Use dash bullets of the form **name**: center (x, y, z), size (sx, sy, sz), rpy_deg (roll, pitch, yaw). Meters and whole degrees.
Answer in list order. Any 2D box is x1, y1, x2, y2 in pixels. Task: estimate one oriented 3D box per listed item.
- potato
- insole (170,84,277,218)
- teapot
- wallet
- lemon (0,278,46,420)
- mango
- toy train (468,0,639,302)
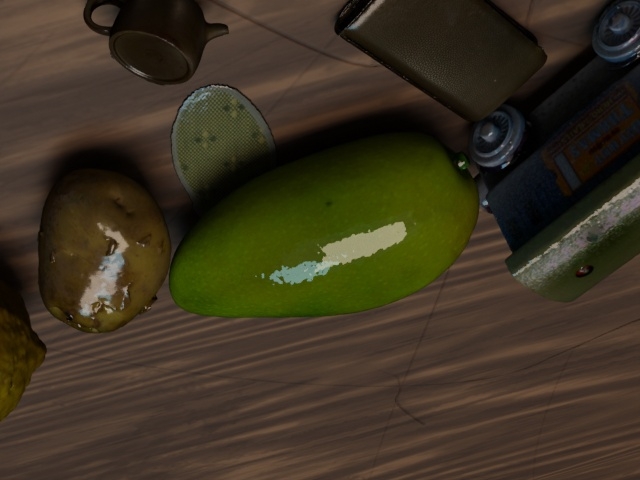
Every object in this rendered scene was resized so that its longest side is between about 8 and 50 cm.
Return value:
- **potato**: center (-0.219, 0.007, 0.838), size (0.137, 0.137, 0.176), rpy_deg (11, 119, -27)
- **insole**: center (-0.098, -0.043, 0.909), size (0.109, 0.007, 0.322), rpy_deg (-8, 139, -7)
- **teapot**: center (-0.139, -0.181, 0.693), size (0.121, 0.068, 0.076), rpy_deg (15, 158, -2)
- **wallet**: center (0.118, -0.189, 0.782), size (0.198, 0.031, 0.110), rpy_deg (24, 127, -37)
- **lemon**: center (-0.404, 0.116, 0.858), size (0.231, 0.192, 0.192), rpy_deg (2, 138, -31)
- **mango**: center (0.000, 0.000, 0.873), size (0.343, 0.156, 0.192), rpy_deg (-17, 136, 7)
- **toy train**: center (0.281, -0.094, 0.808), size (0.131, 0.202, 0.299), rpy_deg (22, 128, -37)
